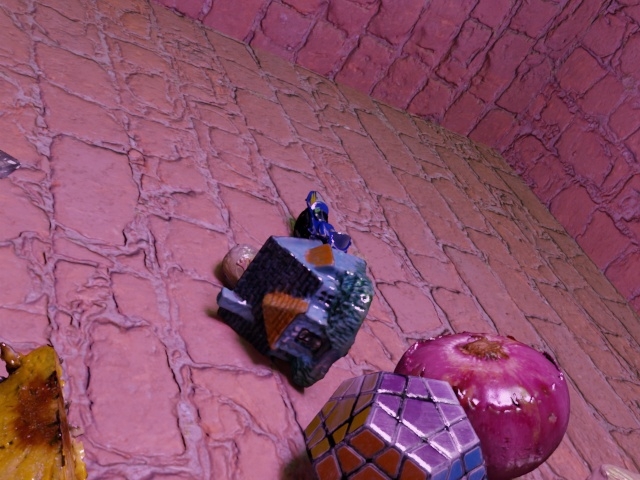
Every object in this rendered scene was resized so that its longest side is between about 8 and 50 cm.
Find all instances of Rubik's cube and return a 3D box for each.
[{"bbox_3d":[0.123,0.371,1.197,0.319,0.319,0.264,7,10,-43],"label":"Rubik's cube"}]

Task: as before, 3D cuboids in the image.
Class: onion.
[{"bbox_3d":[0.307,0.345,1.456,0.358,0.345,0.358,23,15,-7],"label":"onion"}]

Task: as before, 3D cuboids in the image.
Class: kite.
[{"bbox_3d":[-0.737,-0.205,1.461,0.245,0.015,0.141,38,25,3],"label":"kite"}]

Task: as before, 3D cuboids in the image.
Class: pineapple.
[{"bbox_3d":[-0.402,0.285,0.955,0.161,0.158,0.334,-21,45,-12],"label":"pineapple"}]

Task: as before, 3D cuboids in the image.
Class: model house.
[{"bbox_3d":[-0.063,0.118,1.430,0.241,0.261,0.226,27,28,-18],"label":"model house"}]

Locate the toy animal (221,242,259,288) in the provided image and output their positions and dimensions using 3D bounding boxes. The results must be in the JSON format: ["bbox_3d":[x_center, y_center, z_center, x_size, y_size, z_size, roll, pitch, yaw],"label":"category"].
[{"bbox_3d":[-0.175,0.074,1.593,0.098,0.137,0.098,-2,4,0],"label":"toy animal"}]

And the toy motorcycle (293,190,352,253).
[{"bbox_3d":[0.000,0.000,1.795,0.113,0.169,0.315,17,33,-29],"label":"toy motorcycle"}]

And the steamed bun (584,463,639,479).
[{"bbox_3d":[0.670,0.643,1.498,0.289,0.203,0.276,27,34,14],"label":"steamed bun"}]
